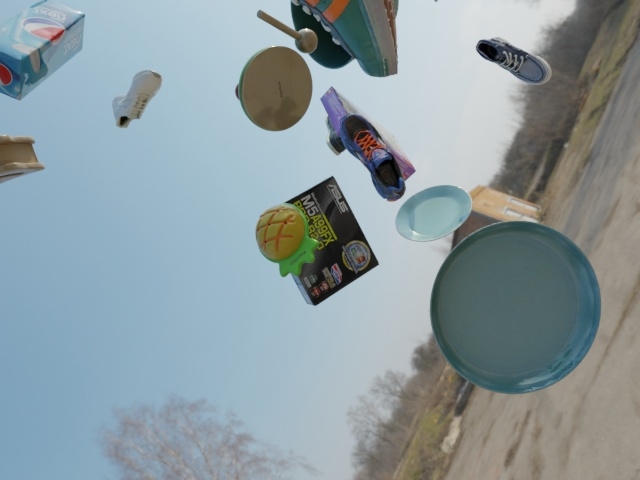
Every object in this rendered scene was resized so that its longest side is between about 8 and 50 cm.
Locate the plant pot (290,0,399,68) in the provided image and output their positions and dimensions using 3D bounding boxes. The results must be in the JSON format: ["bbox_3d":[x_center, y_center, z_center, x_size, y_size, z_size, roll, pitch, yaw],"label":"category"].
[{"bbox_3d":[0.091,-0.696,1.464,0.235,0.293,0.293,-34,-34,-30],"label":"plant pot"}]

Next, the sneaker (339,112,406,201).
[{"bbox_3d":[0.122,-0.186,1.063,0.083,0.221,0.087,-38,4,-2],"label":"sneaker"}]

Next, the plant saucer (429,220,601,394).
[{"bbox_3d":[0.354,0.122,0.904,0.044,0.318,0.317,-150,84,-86],"label":"plant saucer"}]

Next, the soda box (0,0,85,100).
[{"bbox_3d":[-0.454,-0.310,0.776,0.210,0.067,0.071,-84,19,-48],"label":"soda box"}]

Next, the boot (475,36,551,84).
[{"bbox_3d":[0.478,-0.446,1.223,0.086,0.190,0.069,-21,-36,-38],"label":"boot"}]

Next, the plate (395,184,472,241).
[{"bbox_3d":[0.271,-0.062,1.167,0.188,0.188,0.024,-57,-48,-26],"label":"plate"}]

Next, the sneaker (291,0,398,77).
[{"bbox_3d":[-0.005,-0.291,0.504,0.302,0.121,0.108,54,-147,-45],"label":"sneaker"}]

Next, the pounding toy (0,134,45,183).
[{"bbox_3d":[-0.761,-0.125,1.099,0.154,0.269,0.155,-162,53,-82],"label":"pounding toy"}]

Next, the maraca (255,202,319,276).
[{"bbox_3d":[-0.074,-0.004,1.040,0.127,0.185,0.099,-45,-38,11],"label":"maraca"}]

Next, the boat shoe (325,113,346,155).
[{"bbox_3d":[0.066,-0.363,1.564,0.079,0.084,0.233,-38,33,29],"label":"boat shoe"}]

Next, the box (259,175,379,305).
[{"bbox_3d":[0.000,0.000,1.270,0.216,0.270,0.060,-30,9,-18],"label":"box"}]

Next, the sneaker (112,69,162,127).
[{"bbox_3d":[-0.350,-0.268,0.941,0.054,0.152,0.061,14,-123,-44],"label":"sneaker"}]

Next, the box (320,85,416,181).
[{"bbox_3d":[0.141,-0.309,1.432,0.293,0.201,0.057,27,-60,-37],"label":"box"}]

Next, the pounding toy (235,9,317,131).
[{"bbox_3d":[-0.115,-0.374,1.105,0.183,0.110,0.237,3,-72,-40],"label":"pounding toy"}]
